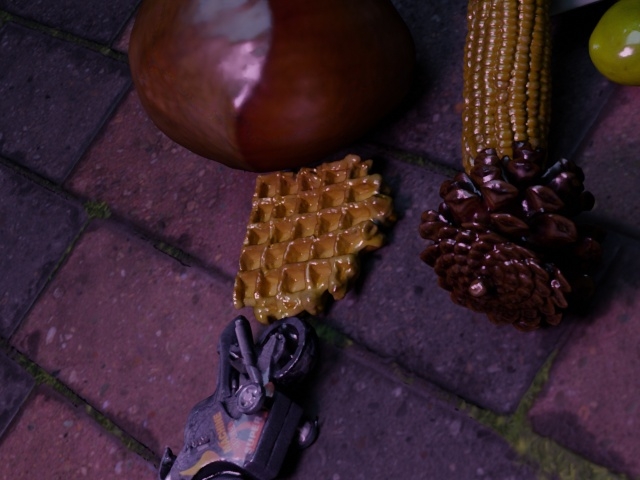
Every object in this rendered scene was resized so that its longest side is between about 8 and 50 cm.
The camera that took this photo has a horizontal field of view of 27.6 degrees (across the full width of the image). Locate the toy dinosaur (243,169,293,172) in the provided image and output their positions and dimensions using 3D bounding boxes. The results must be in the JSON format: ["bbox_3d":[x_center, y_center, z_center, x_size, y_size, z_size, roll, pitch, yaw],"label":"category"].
[{"bbox_3d":[-0.091,-0.142,1.845,0.080,0.045,0.197,-31,51,0],"label":"toy dinosaur"}]

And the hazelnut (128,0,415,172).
[{"bbox_3d":[-0.066,-0.249,1.694,0.365,0.366,0.366,-21,49,27],"label":"hazelnut"}]

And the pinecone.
[{"bbox_3d":[0.211,-0.011,1.390,0.207,0.208,0.208,-21,49,27],"label":"pinecone"}]

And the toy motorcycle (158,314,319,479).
[{"bbox_3d":[-0.104,0.226,1.550,0.173,0.108,0.307,-3,57,45],"label":"toy motorcycle"}]

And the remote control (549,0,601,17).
[{"bbox_3d":[0.327,-0.322,1.578,0.296,0.056,0.140,-13,17,34],"label":"remote control"}]

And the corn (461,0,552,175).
[{"bbox_3d":[0.217,-0.195,1.512,0.115,0.115,0.318,3,92,41],"label":"corn"}]

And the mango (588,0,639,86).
[{"bbox_3d":[0.388,-0.240,1.491,0.163,0.089,0.117,-27,37,6],"label":"mango"}]

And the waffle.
[{"bbox_3d":[0.000,0.000,1.657,0.219,0.057,0.229,-12,55,33],"label":"waffle"}]
